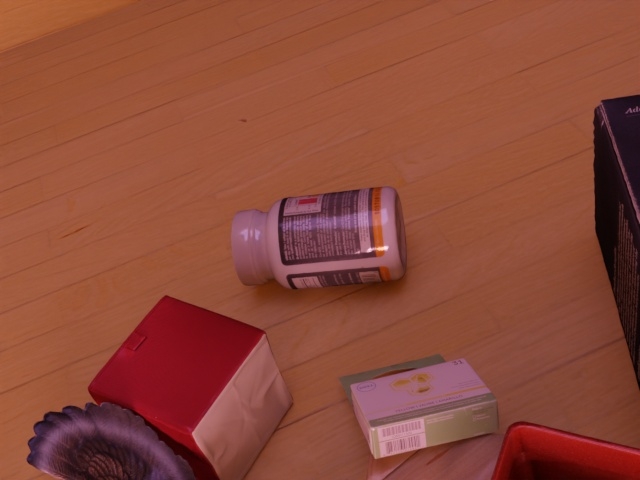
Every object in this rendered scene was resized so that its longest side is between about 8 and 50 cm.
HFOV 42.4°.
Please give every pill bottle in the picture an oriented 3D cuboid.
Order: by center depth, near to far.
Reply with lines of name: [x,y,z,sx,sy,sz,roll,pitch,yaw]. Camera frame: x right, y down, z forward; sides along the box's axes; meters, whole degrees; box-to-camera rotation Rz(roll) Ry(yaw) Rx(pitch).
pill bottle: [0.000,0.000,1.400,0.278,0.162,0.162,-5,44,12]

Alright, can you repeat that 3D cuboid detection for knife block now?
knife block: [0.123,0.366,1.035,0.275,0.088,0.242,-3,45,14]

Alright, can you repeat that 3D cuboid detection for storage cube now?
storage cube: [-0.181,0.224,1.207,0.193,0.184,0.215,16,52,30]

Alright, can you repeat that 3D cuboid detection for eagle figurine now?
eagle figurine: [-0.250,0.368,1.046,0.298,0.225,0.226,27,59,36]

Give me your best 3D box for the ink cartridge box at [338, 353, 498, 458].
ink cartridge box: [0.125,0.205,1.149,0.171,0.056,0.235,-11,21,-8]

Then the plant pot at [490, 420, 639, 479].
plant pot: [0.299,0.387,0.849,0.267,0.236,0.267,10,49,26]

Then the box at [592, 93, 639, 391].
box: [0.645,0.024,1.075,0.479,0.297,0.472,-7,45,11]
